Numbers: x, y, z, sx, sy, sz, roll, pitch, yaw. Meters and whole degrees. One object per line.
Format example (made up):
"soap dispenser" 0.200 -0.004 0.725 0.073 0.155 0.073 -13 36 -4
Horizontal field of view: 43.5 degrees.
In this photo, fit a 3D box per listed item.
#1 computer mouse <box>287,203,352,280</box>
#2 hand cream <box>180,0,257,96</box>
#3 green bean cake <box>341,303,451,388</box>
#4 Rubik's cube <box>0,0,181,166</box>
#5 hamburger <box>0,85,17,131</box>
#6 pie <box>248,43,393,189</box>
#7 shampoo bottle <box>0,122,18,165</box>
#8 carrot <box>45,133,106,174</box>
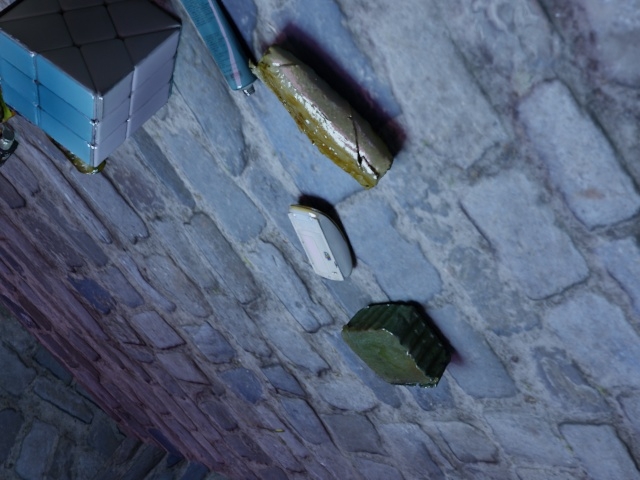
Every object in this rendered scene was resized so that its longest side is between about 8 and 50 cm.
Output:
"computer mouse" 0.001 -0.001 1.559 0.102 0.045 0.199 12 141 37
"hand cream" -0.169 -0.334 1.297 0.083 0.048 0.224 -2 126 48
"green bean cake" 0.157 0.209 1.630 0.181 0.094 0.173 49 149 -20
"Rubik's cube" -0.404 -0.308 1.399 0.231 0.221 0.224 36 150 5
"hamburger" -0.832 -0.343 1.819 0.291 0.225 0.291 30 149 20
"pie" 0.001 -0.199 1.259 0.282 0.068 0.128 43 161 -7
"shampoo bottle" -0.852 -0.251 2.136 0.063 0.057 0.208 53 146 -10
"carrot" -0.567 -0.227 1.831 0.082 0.082 0.173 9 139 41
